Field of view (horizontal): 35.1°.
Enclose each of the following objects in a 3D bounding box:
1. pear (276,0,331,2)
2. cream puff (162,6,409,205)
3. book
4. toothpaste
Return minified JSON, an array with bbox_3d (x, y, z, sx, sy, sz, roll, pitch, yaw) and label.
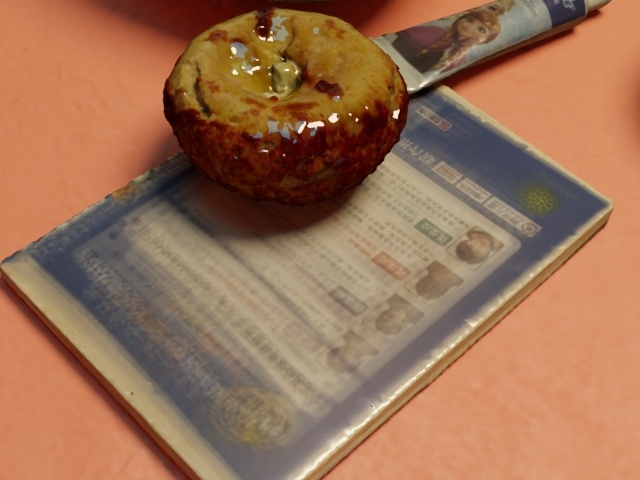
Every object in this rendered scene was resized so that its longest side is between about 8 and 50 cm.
[{"bbox_3d":[-0.016,-0.304,0.710,0.294,0.294,0.294,2,52,-3],"label":"pear"},{"bbox_3d":[-0.022,-0.079,0.624,0.149,0.084,0.149,2,47,-2],"label":"cream puff"},{"bbox_3d":[0.000,0.000,0.627,0.322,0.018,0.228,-36,61,-27],"label":"book"},{"bbox_3d":[0.132,-0.156,0.744,0.216,0.037,0.062,-23,52,-24],"label":"toothpaste"}]
